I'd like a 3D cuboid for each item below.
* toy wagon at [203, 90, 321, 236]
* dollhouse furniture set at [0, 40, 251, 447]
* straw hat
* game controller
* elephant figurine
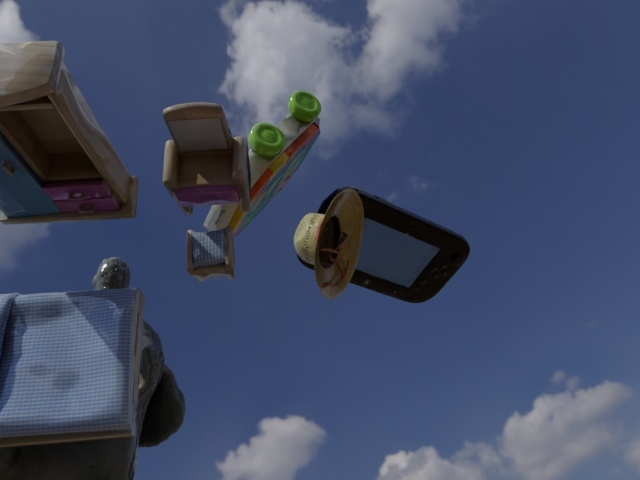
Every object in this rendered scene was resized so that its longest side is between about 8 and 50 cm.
[{"bbox_3d":[-0.080,-0.146,1.034,0.068,0.344,0.267,39,-40,0],"label":"toy wagon"},{"bbox_3d":[-0.208,0.028,0.459,0.286,0.303,0.198,-3,-26,1],"label":"dollhouse furniture set"},{"bbox_3d":[0.000,0.000,0.741,0.061,0.144,0.144,13,-33,27],"label":"straw hat"},{"bbox_3d":[0.115,0.018,1.021,0.319,0.067,0.166,21,-70,-29],"label":"game controller"},{"bbox_3d":[-0.218,0.151,0.597,0.186,0.169,0.239,45,-115,-14],"label":"elephant figurine"}]
